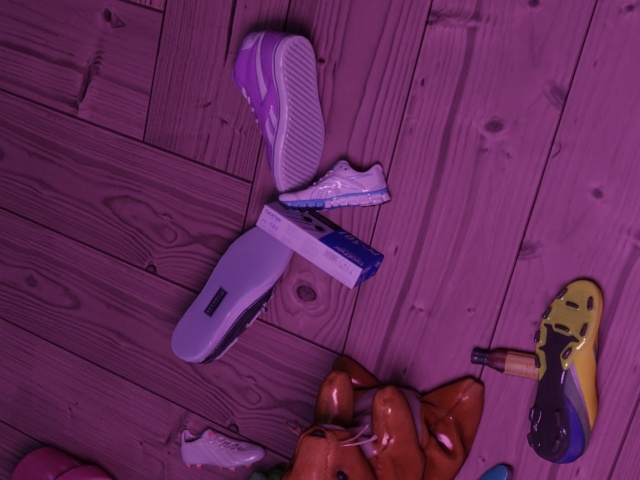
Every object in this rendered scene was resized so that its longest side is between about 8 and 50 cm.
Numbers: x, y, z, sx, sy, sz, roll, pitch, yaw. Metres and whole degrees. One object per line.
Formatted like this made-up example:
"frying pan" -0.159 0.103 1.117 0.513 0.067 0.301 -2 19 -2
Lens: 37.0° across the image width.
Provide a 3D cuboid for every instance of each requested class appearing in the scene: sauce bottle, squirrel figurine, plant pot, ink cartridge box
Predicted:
"sauce bottle" 0.312 0.200 1.571 0.128 0.042 0.042 9 106 28
"squirrel figurine" 0.060 0.414 1.562 0.281 0.370 0.396 14 108 24
"plant pot" -0.554 0.539 2.026 0.180 0.201 0.201 31 115 35
"ink cartridge box" 0.000 0.000 1.651 0.207 0.097 0.046 34 115 16

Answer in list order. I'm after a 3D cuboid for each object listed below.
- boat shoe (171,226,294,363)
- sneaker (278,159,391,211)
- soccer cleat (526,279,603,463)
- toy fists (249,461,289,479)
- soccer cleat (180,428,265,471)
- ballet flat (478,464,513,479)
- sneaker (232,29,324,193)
"boat shoe" -0.142 0.103 1.744 0.113 0.105 0.306 35 91 28
"sneaker" 0.021 -0.093 1.625 0.191 0.071 0.082 -6 87 3
"soccer cleat" 0.396 0.206 1.505 0.093 0.121 0.289 8 87 46
"toy fists" -0.142 0.542 1.829 0.096 0.142 0.279 39 116 14
"soccer cleat" -0.197 0.406 1.870 0.196 0.068 0.076 -7 96 31
"ballet flat" 0.269 0.469 1.641 0.074 0.074 0.203 45 100 11
"sneaker" -0.080 -0.224 1.655 0.161 0.102 0.282 20 117 43
